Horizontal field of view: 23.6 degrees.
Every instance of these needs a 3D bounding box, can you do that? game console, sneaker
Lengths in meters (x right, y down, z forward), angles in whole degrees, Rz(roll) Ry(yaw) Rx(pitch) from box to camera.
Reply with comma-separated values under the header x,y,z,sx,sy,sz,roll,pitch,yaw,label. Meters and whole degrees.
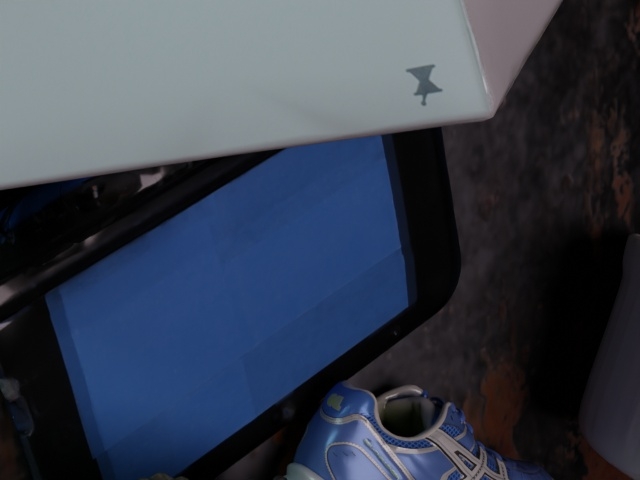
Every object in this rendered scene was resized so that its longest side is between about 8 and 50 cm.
x,y,z,sx,sy,sz,roll,pitch,yaw,label
0.000,0.000,0.708,0.293,0.250,0.173,-35,97,-32,game console
0.070,0.130,0.865,0.211,0.080,0.081,13,96,-46,sneaker

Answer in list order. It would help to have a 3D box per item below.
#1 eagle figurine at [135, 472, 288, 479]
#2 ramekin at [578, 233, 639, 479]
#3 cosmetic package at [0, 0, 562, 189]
x,y,z,sx,sy,sz,roll,pitch,yaw,label
-0.086,0.214,0.657,0.298,0.225,0.226,13,94,-25,eagle figurine
0.296,0.108,0.945,0.277,0.277,0.135,17,97,-45,ramekin
-0.029,-0.133,0.542,0.224,0.224,0.138,-56,133,-52,cosmetic package
